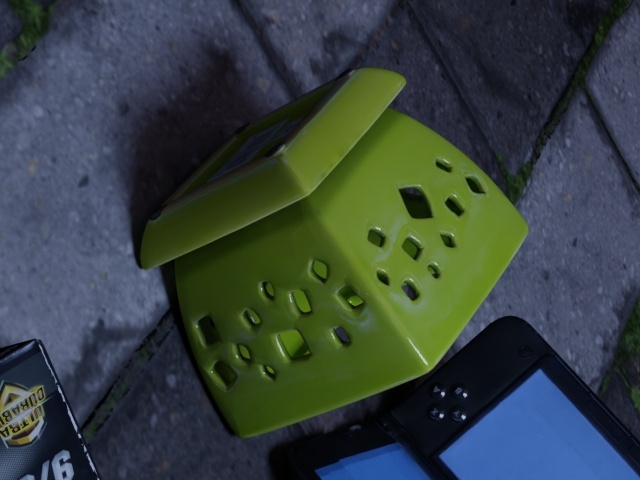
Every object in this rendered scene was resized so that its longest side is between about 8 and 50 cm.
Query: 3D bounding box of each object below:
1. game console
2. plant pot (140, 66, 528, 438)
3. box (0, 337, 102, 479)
[{"bbox_3d":[0.162,0.224,1.515,0.293,0.250,0.173,48,-3,20],"label":"game console"},{"bbox_3d":[0.000,0.000,1.454,0.207,0.227,0.228,55,40,-14],"label":"plant pot"},{"bbox_3d":[-0.242,0.188,1.197,0.220,0.051,0.175,-32,103,-53],"label":"box"}]
